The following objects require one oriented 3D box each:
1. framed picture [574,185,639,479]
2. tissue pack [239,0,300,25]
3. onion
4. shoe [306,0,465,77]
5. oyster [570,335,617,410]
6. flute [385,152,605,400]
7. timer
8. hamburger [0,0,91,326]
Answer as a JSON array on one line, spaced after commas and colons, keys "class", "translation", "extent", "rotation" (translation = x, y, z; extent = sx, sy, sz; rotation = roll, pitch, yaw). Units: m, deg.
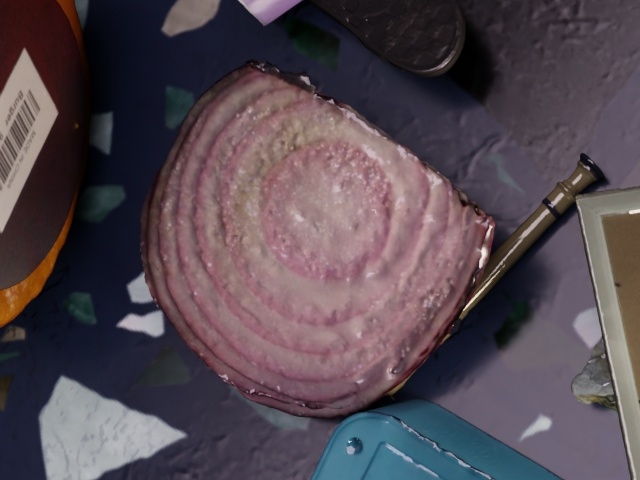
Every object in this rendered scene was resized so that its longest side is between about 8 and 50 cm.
[{"class": "framed picture", "translation": [0.321, 0.053, 1.359], "extent": [0.274, 0.017, 0.217], "rotation": [-6, 77, -7]}, {"class": "tissue pack", "translation": [0.020, -0.362, 1.493], "extent": [0.338, 0.160, 0.242], "rotation": [-35, 66, 10]}, {"class": "onion", "translation": [0.000, 0.000, 1.482], "extent": [0.250, 0.111, 0.247], "rotation": [37, 119, 12]}, {"class": "shoe", "translation": [0.052, -0.173, 1.522], "extent": [0.179, 0.049, 0.071], "rotation": [36, 86, 38]}, {"class": "oyster", "translation": [0.268, 0.066, 1.403], "extent": [0.125, 0.064, 0.177], "rotation": [36, 91, 24]}, {"class": "flute", "translation": [0.122, 0.028, 1.473], "extent": [0.233, 0.027, 0.027], "rotation": [-47, 71, 6]}, {"class": "timer", "translation": [0.080, 0.267, 1.436], "extent": [0.232, 0.091, 0.250], "rotation": [31, 102, 19]}, {"class": "hamburger", "translation": [-0.334, -0.097, 1.491], "extent": [0.250, 0.330, 0.330], "rotation": [6, 83, 20]}]
